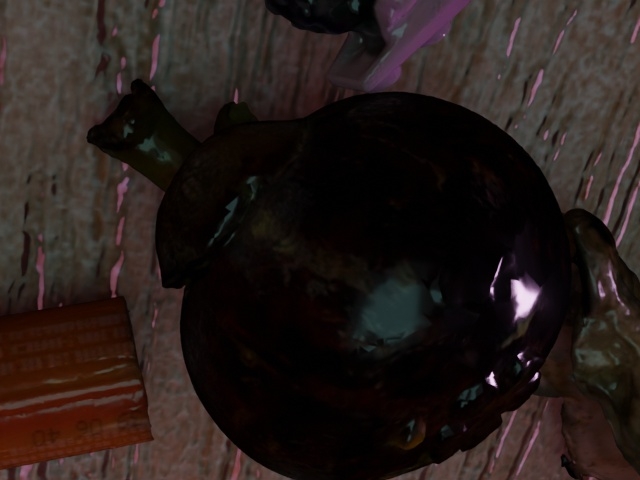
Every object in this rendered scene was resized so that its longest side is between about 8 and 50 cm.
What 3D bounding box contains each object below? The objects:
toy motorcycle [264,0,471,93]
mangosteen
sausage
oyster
[{"bbox_3d":[0.110,-0.199,0.573,0.327,0.143,0.188,-45,119,-14],"label":"toy motorcycle"},{"bbox_3d":[0.000,0.000,0.611,0.289,0.231,0.231,43,96,13],"label":"mangosteen"},{"bbox_3d":[-0.259,0.101,0.620,0.312,0.093,0.092,-9,113,-12],"label":"sausage"},{"bbox_3d":[0.211,0.126,0.729,0.133,0.198,0.337,-34,97,-7],"label":"oyster"}]
